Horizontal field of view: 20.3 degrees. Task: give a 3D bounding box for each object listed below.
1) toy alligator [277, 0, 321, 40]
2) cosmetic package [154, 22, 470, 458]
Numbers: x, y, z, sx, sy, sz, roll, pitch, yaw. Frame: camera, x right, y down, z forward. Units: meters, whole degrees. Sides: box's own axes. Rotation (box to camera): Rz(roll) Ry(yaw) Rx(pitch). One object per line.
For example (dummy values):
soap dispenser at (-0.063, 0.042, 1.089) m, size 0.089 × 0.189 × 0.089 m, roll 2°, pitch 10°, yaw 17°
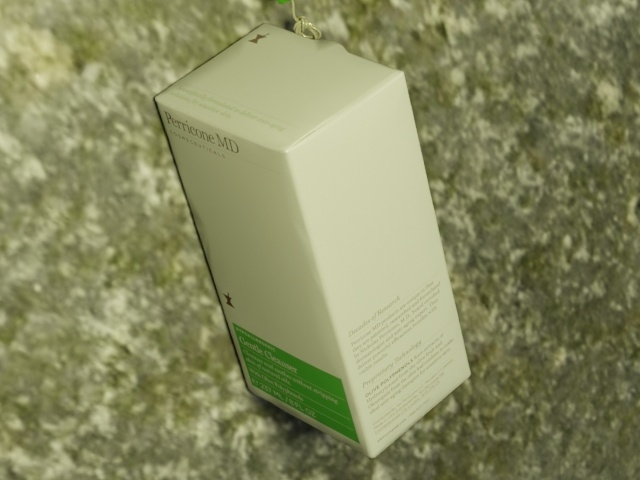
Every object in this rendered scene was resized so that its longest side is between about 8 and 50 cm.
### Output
toy alligator at (-0.046, -0.262, 1.643) m, size 0.190 × 0.056 × 0.051 m, roll 56°, pitch 26°, yaw -43°
cosmetic package at (0.000, 0.000, 1.697) m, size 0.155 × 0.197 × 0.365 m, roll -37°, pitch 129°, yaw -27°
